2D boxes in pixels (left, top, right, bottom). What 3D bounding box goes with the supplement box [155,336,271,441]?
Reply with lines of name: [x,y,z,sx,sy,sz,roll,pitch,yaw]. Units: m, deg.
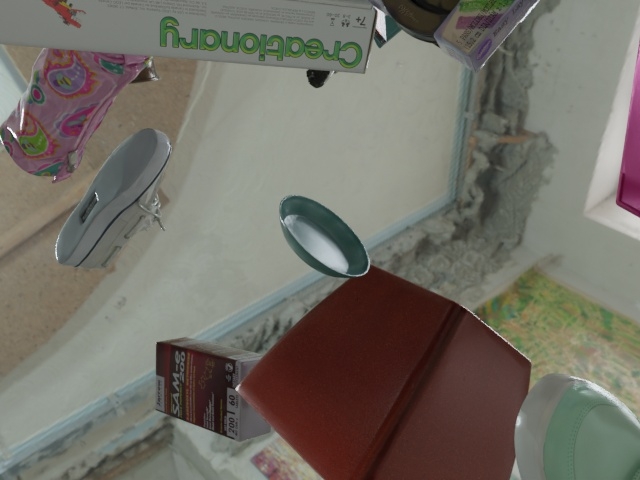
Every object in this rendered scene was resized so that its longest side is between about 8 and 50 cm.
supplement box: [-0.189,0.248,1.072,0.073,0.239,0.130,0,-89,-47]

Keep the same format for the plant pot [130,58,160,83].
plant pot: [-0.429,-0.414,1.295,0.167,0.167,0.165,-20,-64,-39]

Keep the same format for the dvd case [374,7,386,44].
dvd case: [0.085,-0.422,1.123,0.119,0.013,0.087,31,-128,-52]

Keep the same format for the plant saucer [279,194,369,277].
plant saucer: [0.000,0.000,0.670,0.119,0.119,0.021,7,-48,-50]

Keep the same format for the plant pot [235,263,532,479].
plant pot: [0.104,0.188,0.791,0.267,0.267,0.236,37,-98,-35]

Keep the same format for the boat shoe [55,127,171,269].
boat shoe: [-0.385,-0.065,1.286,0.156,0.136,0.367,20,-61,-46]

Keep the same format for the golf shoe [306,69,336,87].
golf shoe: [0.024,-0.438,1.557,0.094,0.077,0.198,56,-140,-46]

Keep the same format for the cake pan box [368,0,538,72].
cake pan box: [0.211,-0.413,0.918,0.267,0.246,0.070,-49,-26,8]

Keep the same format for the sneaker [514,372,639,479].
sneaker: [0.230,0.168,0.344,0.256,0.151,0.094,47,-115,-14]

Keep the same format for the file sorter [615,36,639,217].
file sorter: [0.480,-0.148,0.669,0.182,0.202,0.290,-11,-62,-10]

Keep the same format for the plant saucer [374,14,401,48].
plant saucer: [0.216,-0.630,1.778,0.018,0.067,0.192,-20,-8,-47]

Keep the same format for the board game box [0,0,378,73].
board game box: [-0.128,-0.194,0.481,0.305,0.193,0.053,1,-57,-13]

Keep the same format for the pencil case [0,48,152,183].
pencil case: [-0.325,-0.192,0.821,0.124,0.124,0.284,-7,-22,-46]
